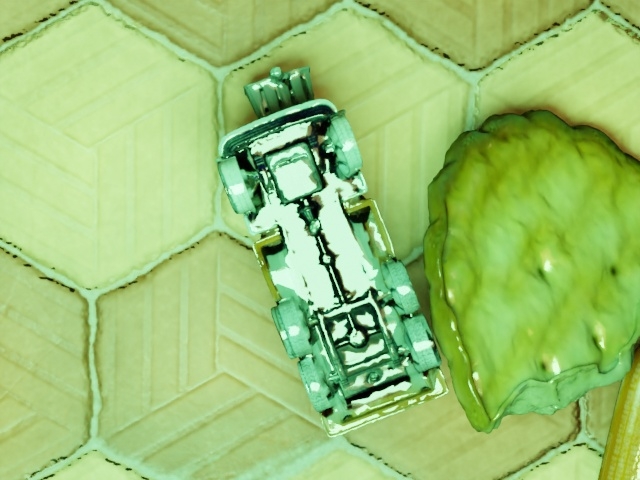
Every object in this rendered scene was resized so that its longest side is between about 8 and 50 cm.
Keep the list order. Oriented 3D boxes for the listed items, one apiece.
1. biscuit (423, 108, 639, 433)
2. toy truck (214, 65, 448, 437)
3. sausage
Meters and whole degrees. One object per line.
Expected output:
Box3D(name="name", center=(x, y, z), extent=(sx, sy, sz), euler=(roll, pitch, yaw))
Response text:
Box3D(name="biscuit", center=(0.244, 0.038, 1.794), extent=(0.335, 0.078, 0.329), euler=(10, 75, -23))
Box3D(name="toy truck", center=(0.000, 0.000, 1.754), extent=(0.133, 0.184, 0.338), euler=(-21, 97, 0))
Box3D(name="sausage", center=(0.330, 0.230, 1.865), extent=(0.093, 0.093, 0.312), euler=(11, 96, -8))
